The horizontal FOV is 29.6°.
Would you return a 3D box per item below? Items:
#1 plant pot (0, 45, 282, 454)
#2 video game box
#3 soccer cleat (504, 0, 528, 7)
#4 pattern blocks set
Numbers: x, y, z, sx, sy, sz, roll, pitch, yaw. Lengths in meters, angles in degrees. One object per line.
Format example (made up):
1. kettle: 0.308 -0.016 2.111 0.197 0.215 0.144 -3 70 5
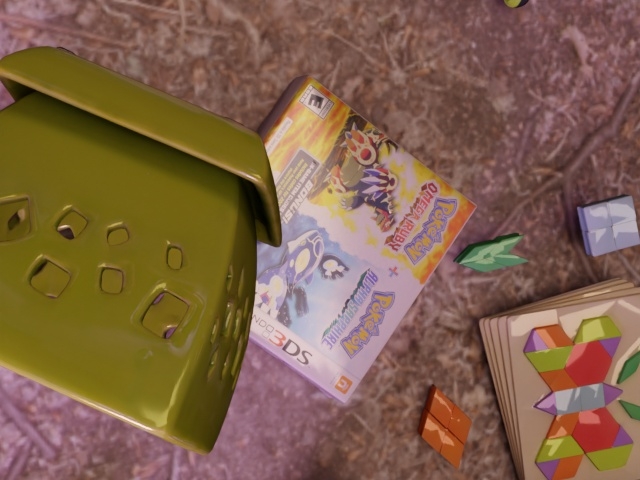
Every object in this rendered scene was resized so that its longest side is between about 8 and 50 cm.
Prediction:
1. plant pot: -0.146 0.008 0.840 0.227 0.228 0.207 23 78 6
2. video game box: 0.000 0.000 0.999 0.187 0.048 0.205 36 82 -17
3. soccer cleat: 0.187 -0.288 1.037 0.072 0.060 0.179 4 89 -19
4. pattern blocks set: 0.227 0.136 1.060 0.285 0.026 0.324 -24 100 -4
